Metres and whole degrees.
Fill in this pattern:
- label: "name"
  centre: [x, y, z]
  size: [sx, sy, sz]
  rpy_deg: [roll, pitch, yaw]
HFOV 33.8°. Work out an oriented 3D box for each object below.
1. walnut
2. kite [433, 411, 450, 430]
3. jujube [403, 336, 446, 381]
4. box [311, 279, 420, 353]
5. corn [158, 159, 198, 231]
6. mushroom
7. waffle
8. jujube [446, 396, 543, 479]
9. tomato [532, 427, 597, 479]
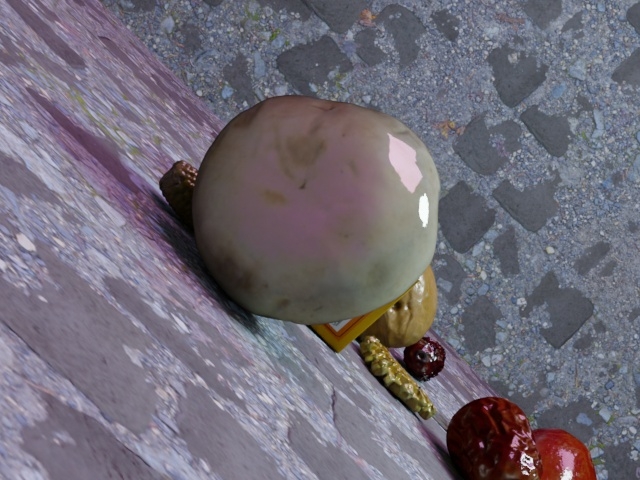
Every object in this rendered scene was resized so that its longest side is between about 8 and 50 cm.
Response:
- label: "walnut"
  centre: [0.141, 0.112, 2.155]
  size: [0.195, 0.195, 0.222]
  rpy_deg: [-90, 180, -78]
- label: "kite"
  centre: [0.284, 0.406, 2.142]
  size: [0.229, 0.016, 0.127]
  rpy_deg: [45, 7, 29]
- label: "jujube"
  centre: [0.240, 0.268, 2.423]
  size: [0.104, 0.104, 0.166]
  rpy_deg: [46, 0, 11]
- label: "box"
  centre: [0.000, 0.000, 1.883]
  size: [0.283, 0.214, 0.259]
  rpy_deg: [48, 6, -15]
- label: "corn"
  centre: [-0.123, -0.003, 1.666]
  size: [0.320, 0.097, 0.097]
  rpy_deg: [42, 6, -19]
- label: "mushroom"
  centre: [0.000, -0.058, 1.514]
  size: [0.353, 0.353, 0.325]
  rpy_deg: [-89, 158, -83]
- label: "waffle"
  centre: [0.142, 0.254, 2.009]
  size: [0.160, 0.046, 0.192]
  rpy_deg: [42, 6, -17]
- label: "jujube"
  centre: [0.304, 0.370, 1.829]
  size: [0.155, 0.155, 0.230]
  rpy_deg: [43, 14, -20]
- label: "tomato"
  centre: [0.515, 0.504, 2.305]
  size: [0.309, 0.170, 0.309]
  rpy_deg: [45, 3, -3]
